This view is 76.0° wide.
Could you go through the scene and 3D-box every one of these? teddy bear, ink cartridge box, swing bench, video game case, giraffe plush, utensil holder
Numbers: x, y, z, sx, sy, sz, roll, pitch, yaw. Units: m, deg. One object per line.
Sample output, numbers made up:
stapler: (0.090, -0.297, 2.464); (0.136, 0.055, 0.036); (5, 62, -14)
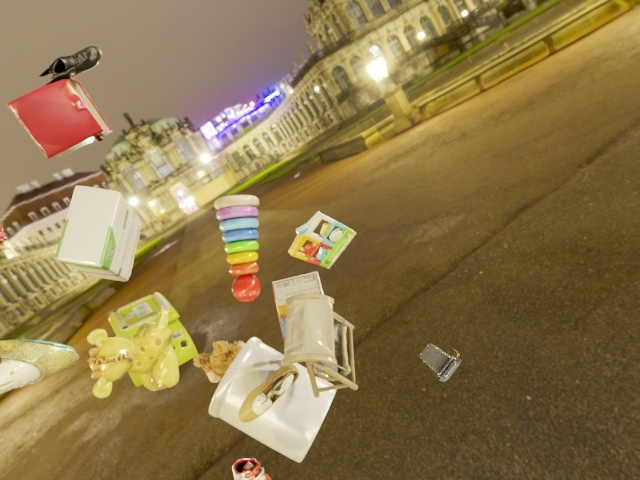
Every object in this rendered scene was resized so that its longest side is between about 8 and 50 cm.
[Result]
teddy bear: (-0.455, 0.567, 1.909); (0.338, 0.245, 0.113); (-38, 47, 28)
ink cartridge box: (-0.481, -0.005, 0.914); (0.219, 0.093, 0.160); (132, 146, -71)
swing bench: (0.001, 0.338, 1.360); (0.165, 0.254, 0.253); (-18, 41, 15)
video game case: (-0.078, 0.283, 1.717); (0.204, 0.285, 0.025); (-13, -27, -4)
giraffe plush: (-0.416, 0.255, 0.893); (0.170, 0.181, 0.210); (-8, -31, -43)
utensil holder: (-0.175, 0.611, 1.583); (0.327, 0.385, 0.327); (-61, -7, -13)

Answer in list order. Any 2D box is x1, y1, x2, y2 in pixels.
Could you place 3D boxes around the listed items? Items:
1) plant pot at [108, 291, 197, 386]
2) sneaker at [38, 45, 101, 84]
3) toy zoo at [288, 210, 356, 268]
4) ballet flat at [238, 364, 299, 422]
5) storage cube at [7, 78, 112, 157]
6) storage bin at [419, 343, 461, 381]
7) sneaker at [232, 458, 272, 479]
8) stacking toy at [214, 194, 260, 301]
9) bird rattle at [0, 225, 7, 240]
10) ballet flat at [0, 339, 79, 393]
plant pot: (-0.597, 0.324, 1.439); (0.227, 0.207, 0.228); (-25, 31, -29)
sneaker: (-0.705, -0.498, 1.161); (0.170, 0.051, 0.089); (-35, 20, -2)
toy zoo: (0.000, 0.000, 1.572); (0.192, 0.293, 0.030); (-53, 52, 11)
ballet flat: (-0.158, 0.477, 1.284); (0.232, 0.080, 0.073); (-44, 20, -24)
storage cube: (-0.839, -0.398, 1.344); (0.193, 0.215, 0.184); (-31, 21, -9)
storage bin: (0.367, 0.363, 1.256); (0.098, 0.091, 0.135); (-53, -31, 1)
sneaker: (-0.207, 0.888, 1.482); (0.270, 0.145, 0.090); (6, 24, 30)
stacking toy: (-0.251, 0.029, 1.295); (0.141, 0.330, 0.141); (-5, -3, 0)
bird rattle: (-1.023, -0.118, 1.207); (0.143, 0.253, 0.207); (-14, 56, 4)
ballet flat: (-0.716, 0.267, 0.867); (0.123, 0.348, 0.123); (-35, 45, 45)
